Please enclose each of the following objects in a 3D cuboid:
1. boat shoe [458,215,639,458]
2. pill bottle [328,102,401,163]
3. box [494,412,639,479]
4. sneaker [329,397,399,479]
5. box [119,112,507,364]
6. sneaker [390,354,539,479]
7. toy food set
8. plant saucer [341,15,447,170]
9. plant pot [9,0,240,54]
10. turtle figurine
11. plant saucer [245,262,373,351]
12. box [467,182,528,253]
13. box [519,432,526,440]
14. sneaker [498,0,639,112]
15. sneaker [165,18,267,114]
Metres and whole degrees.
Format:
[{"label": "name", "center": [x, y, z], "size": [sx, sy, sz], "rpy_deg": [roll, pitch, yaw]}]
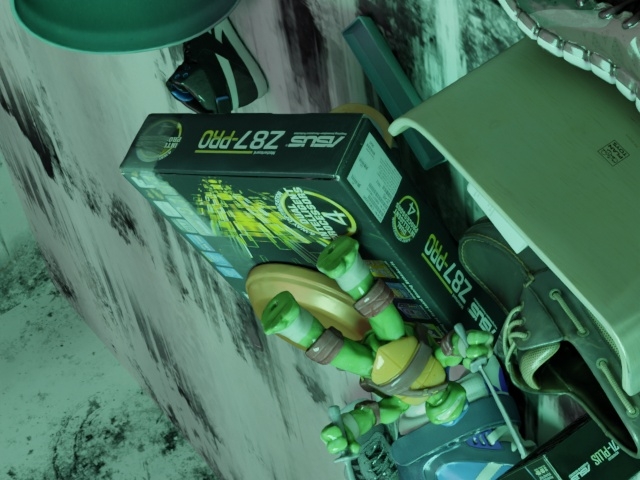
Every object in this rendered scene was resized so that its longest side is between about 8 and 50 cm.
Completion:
[{"label": "boat shoe", "center": [0.252, 0.091, 1.448], "size": [0.355, 0.130, 0.132], "rpy_deg": [39, 153, 41]}, {"label": "pill bottle", "center": [0.027, -0.076, 1.733], "size": [0.130, 0.130, 0.246], "rpy_deg": [52, 159, 14]}, {"label": "box", "center": [0.294, 0.248, 1.559], "size": [0.077, 0.147, 0.180], "rpy_deg": [54, 159, 9]}, {"label": "sneaker", "center": [0.102, 0.369, 2.276], "size": [0.153, 0.101, 0.269], "rpy_deg": [43, 161, 34]}, {"label": "box", "center": [0.000, 0.000, 1.638], "size": [0.318, 0.097, 0.395], "rpy_deg": [7, 150, 37]}, {"label": "sneaker", "center": [0.244, 0.258, 1.731], "size": [0.322, 0.236, 0.130], "rpy_deg": [-3, 168, 27]}, {"label": "toy food set", "center": [0.232, -0.047, 1.159], "size": [0.306, 0.219, 0.092], "rpy_deg": [49, 158, 22]}, {"label": "plant saucer", "center": [0.089, -0.171, 1.610], "size": [0.192, 0.018, 0.067], "rpy_deg": [59, 160, -2]}, {"label": "plant pot", "center": [-0.252, -0.391, 1.762], "size": [0.293, 0.293, 0.196], "rpy_deg": [111, 151, -66]}, {"label": "turtle figurine", "center": [0.077, 0.143, 1.489], "size": [0.266, 0.275, 0.198], "rpy_deg": [43, 131, -20]}, {"label": "plant saucer", "center": [-0.001, 0.095, 1.672], "size": [0.200, 0.037, 0.200], "rpy_deg": [20, 157, 9]}, {"label": "box", "center": [0.215, -0.060, 1.353], "size": [0.087, 0.101, 0.102], "rpy_deg": [53, 161, 11]}, {"label": "box", "center": [0.308, 0.427, 1.905], "size": [0.293, 0.073, 0.295], "rpy_deg": [52, 160, 21]}, {"label": "sneaker", "center": [0.262, -0.188, 1.079], "size": [0.281, 0.106, 0.162], "rpy_deg": [42, 152, 13]}, {"label": "sneaker", "center": [-0.180, -0.268, 1.945], "size": [0.217, 0.121, 0.079], "rpy_deg": [55, 159, 8]}]
